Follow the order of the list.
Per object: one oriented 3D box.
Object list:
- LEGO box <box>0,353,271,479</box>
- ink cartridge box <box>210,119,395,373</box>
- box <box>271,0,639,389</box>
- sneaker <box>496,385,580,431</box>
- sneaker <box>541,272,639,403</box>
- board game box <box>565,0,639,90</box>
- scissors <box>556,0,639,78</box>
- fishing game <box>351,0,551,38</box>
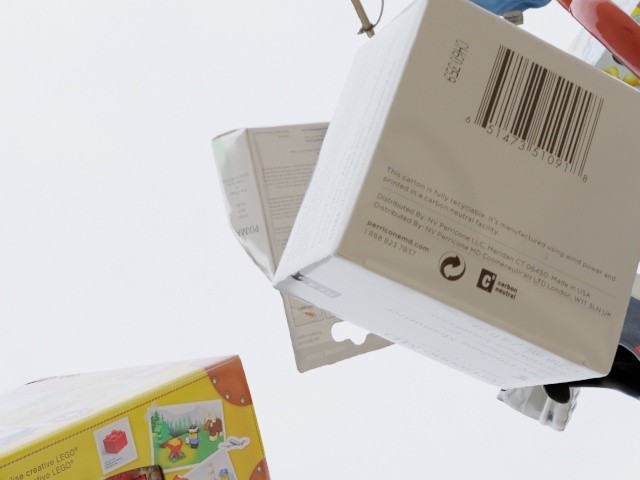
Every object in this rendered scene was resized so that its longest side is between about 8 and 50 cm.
[{"bbox_3d":[-0.356,0.294,1.191,0.500,0.373,0.193,-19,-84,-54],"label":"LEGO box"},{"bbox_3d":[0.000,0.000,1.044,0.181,0.056,0.224,-10,-91,-47],"label":"ink cartridge box"},{"bbox_3d":[0.093,-0.025,0.679,0.181,0.119,0.181,24,-108,-13],"label":"box"},{"bbox_3d":[0.289,0.114,1.439,0.115,0.105,0.281,14,-70,21],"label":"sneaker"},{"bbox_3d":[0.240,0.082,1.192,0.148,0.350,0.131,-51,-34,-22],"label":"sneaker"},{"bbox_3d":[0.359,-0.194,1.205,0.142,0.275,0.144,24,-131,-4],"label":"board game box"},{"bbox_3d":[0.213,-0.022,0.499,0.297,0.109,0.021,40,-75,-5],"label":"scissors"},{"bbox_3d":[0.131,-0.235,0.807,0.264,0.041,0.189,-17,-48,14],"label":"fishing game"}]
